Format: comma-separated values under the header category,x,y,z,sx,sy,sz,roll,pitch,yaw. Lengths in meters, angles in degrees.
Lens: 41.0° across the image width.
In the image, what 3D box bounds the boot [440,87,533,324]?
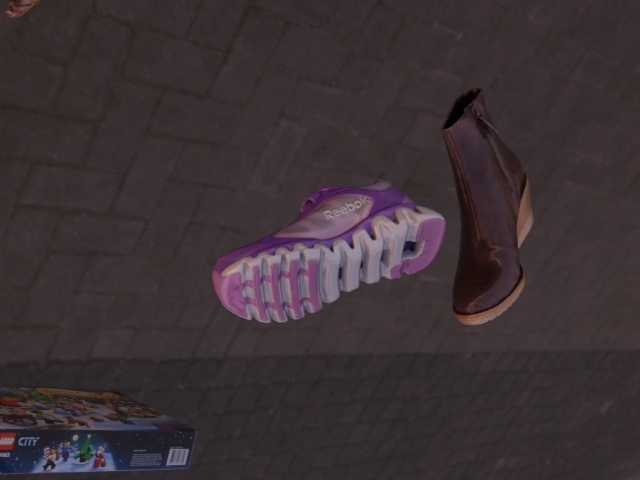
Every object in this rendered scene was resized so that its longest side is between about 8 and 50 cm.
category,x,y,z,sx,sy,sz,roll,pitch,yaw
boot,0.181,-0.044,1.030,0.207,0.090,0.248,61,39,-25

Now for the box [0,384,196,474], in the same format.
category,x,y,z,sx,sy,sz,roll,pitch,yaw
box,-0.268,0.191,0.880,0.233,0.159,0.044,15,89,-47

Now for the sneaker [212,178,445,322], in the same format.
category,x,y,z,sx,sy,sz,roll,pitch,yaw
sneaker,0.000,0.000,0.839,0.236,0.105,0.095,-17,141,-21

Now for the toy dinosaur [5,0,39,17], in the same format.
category,x,y,z,sx,sy,sz,roll,pitch,yaw
toy dinosaur,-0.176,-0.197,0.455,0.218,0.164,0.322,-11,150,-17
